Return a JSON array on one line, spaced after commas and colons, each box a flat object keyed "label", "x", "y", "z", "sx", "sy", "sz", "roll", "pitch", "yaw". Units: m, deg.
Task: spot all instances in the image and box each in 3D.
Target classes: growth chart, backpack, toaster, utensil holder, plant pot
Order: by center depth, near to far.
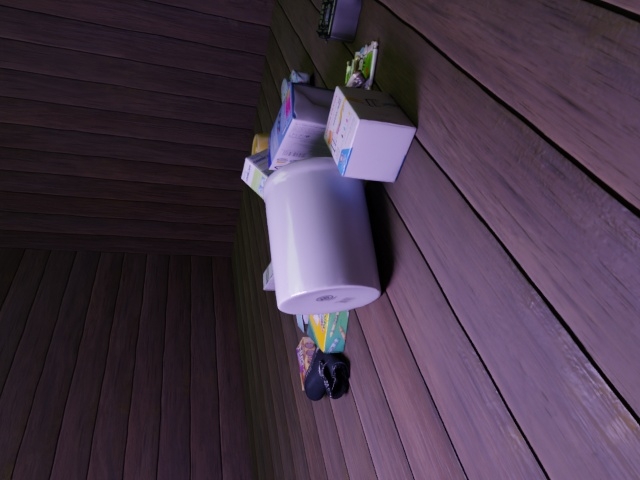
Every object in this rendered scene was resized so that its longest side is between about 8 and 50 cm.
[{"label": "utensil holder", "x": 0.000, "y": 0.000, "z": 1.334, "sx": 0.328, "sy": 0.327, "sz": 0.386, "roll": 129, "pitch": 139, "yaw": -60}, {"label": "growth chart", "x": 0.134, "y": -0.571, "z": 1.505, "sx": 0.237, "sy": 0.021, "sz": 0.172, "roll": -162, "pitch": 75, "yaw": -69}, {"label": "toaster", "x": 0.061, "y": -0.812, "z": 1.620, "sx": 0.168, "sy": 0.110, "sz": 0.186, "roll": -121, "pitch": 39, "yaw": -60}, {"label": "backpack", "x": -0.110, "y": -0.693, "z": 2.060, "sx": 0.166, "sy": 0.144, "sz": 0.189, "roll": 141, "pitch": 133, "yaw": -72}, {"label": "plant pot", "x": -0.201, "y": -0.419, "z": 2.132, "sx": 0.254, "sy": 0.238, "sz": 0.254, "roll": -176, "pitch": 90, "yaw": -72}]

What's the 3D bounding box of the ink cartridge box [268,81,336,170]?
[{"label": "ink cartridge box", "x": -0.029, "y": -0.355, "z": 1.563, "sx": 0.395, "sy": 0.269, "sz": 0.151, "roll": 133, "pitch": 139, "yaw": -61}]

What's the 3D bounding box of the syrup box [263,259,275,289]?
[{"label": "syrup box", "x": -0.235, "y": 0.184, "z": 2.349, "sx": 0.237, "sy": 0.096, "sz": 0.093, "roll": 126, "pitch": 145, "yaw": -58}]

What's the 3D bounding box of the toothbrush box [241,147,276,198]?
[{"label": "toothbrush box", "x": -0.147, "y": -0.242, "z": 1.799, "sx": 0.283, "sy": 0.206, "sz": 0.122, "roll": 43, "pitch": 140, "yaw": 17}]

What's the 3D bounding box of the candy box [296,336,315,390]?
[{"label": "candy box", "x": -0.051, "y": 0.505, "z": 1.823, "sx": 0.109, "sy": 0.053, "sz": 0.187, "roll": 114, "pitch": 151, "yaw": -47}]

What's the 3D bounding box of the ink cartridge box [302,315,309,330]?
[{"label": "ink cartridge box", "x": -0.064, "y": 0.162, "z": 1.845, "sx": 0.330, "sy": 0.071, "sz": 0.325, "roll": 86, "pitch": 175, "yaw": -55}]

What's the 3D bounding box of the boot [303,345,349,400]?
[{"label": "boot", "x": 0.017, "y": 0.498, "z": 1.554, "sx": 0.207, "sy": 0.094, "sz": 0.247, "roll": -135, "pitch": 57, "yaw": -70}]

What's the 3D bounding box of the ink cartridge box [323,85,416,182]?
[{"label": "ink cartridge box", "x": 0.128, "y": -0.303, "z": 1.248, "sx": 0.233, "sy": 0.168, "sz": 0.171, "roll": -109, "pitch": 28, "yaw": -48}]

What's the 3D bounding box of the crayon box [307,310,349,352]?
[{"label": "crayon box", "x": 0.031, "y": 0.233, "z": 1.563, "sx": 0.165, "sy": 0.081, "sz": 0.279, "roll": -153, "pitch": 68, "yaw": -64}]

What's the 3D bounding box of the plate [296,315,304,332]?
[{"label": "plate", "x": -0.093, "y": 0.298, "z": 1.874, "sx": 0.188, "sy": 0.024, "sz": 0.188, "roll": 171, "pitch": 90, "yaw": -86}]

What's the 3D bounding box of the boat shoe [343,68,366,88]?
[{"label": "boat shoe", "x": 0.105, "y": -0.498, "z": 1.465, "sx": 0.049, "sy": 0.056, "sz": 0.152, "roll": 55, "pitch": 157, "yaw": 5}]
